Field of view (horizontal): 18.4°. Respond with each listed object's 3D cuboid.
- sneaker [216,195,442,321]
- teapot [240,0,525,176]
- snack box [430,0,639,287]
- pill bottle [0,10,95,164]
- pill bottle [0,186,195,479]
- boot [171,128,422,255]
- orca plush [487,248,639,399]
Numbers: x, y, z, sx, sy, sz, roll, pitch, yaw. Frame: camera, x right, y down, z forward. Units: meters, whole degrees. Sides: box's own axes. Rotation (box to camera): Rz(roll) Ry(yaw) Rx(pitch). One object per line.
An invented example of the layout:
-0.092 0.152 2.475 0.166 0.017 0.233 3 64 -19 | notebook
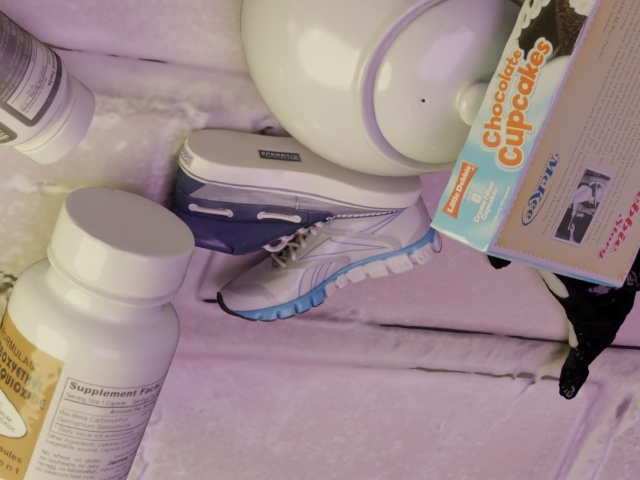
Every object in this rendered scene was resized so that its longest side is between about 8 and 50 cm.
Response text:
0.000 0.000 1.571 0.190 0.071 0.083 -24 117 -15 | sneaker
0.073 -0.144 1.419 0.256 0.187 0.253 3 120 -28 | teapot
0.209 -0.132 1.381 0.187 0.060 0.322 14 101 -51 | snack box
-0.224 -0.113 1.356 0.078 0.078 0.137 -46 131 8 | pill bottle
-0.178 0.083 1.482 0.131 0.131 0.229 7 118 -31 | pill bottle
-0.022 -0.030 1.522 0.190 0.069 0.086 9 125 -12 | boot
0.226 0.027 1.673 0.151 0.102 0.287 -14 127 -19 | orca plush
